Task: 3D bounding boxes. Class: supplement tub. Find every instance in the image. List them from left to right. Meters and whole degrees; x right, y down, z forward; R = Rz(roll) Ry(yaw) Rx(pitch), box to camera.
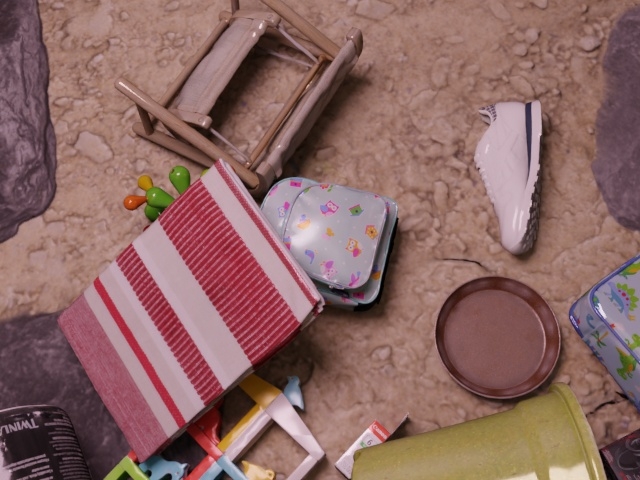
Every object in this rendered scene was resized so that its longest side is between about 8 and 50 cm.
[{"bbox_3d":[-0.340,0.370,0.915,0.194,0.193,0.316,-25,69,-6],"label":"supplement tub"}]

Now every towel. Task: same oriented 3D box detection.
[{"bbox_3d":[-0.172,0.090,0.988,0.329,0.037,0.237,-42,72,17],"label":"towel"}]

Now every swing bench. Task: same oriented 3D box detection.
[{"bbox_3d":[-0.109,-0.223,1.133,0.255,0.165,0.253,32,75,7],"label":"swing bench"}]

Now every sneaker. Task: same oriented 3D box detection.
[{"bbox_3d":[0.266,-0.090,1.118,0.095,0.090,0.235,2,67,17],"label":"sneaker"}]

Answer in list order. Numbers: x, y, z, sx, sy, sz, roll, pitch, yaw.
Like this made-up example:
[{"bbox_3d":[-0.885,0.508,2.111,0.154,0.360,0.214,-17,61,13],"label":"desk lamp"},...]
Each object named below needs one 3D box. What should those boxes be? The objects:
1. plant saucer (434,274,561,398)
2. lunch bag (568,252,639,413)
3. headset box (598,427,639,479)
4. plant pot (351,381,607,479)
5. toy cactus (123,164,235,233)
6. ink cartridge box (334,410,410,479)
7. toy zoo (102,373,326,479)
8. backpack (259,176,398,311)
[{"bbox_3d":[0.237,0.131,1.064,0.169,0.029,0.168,-1,72,2],"label":"plant saucer"},{"bbox_3d":[0.451,0.126,1.015,0.176,0.090,0.219,-31,72,-20],"label":"lunch bag"},{"bbox_3d":[0.398,0.282,1.003,0.083,0.032,0.062,-24,72,-7],"label":"headset box"},{"bbox_3d":[0.170,0.312,0.886,0.254,0.276,0.276,-8,71,5],"label":"plant pot"},{"bbox_3d":[-0.172,-0.013,1.072,0.219,0.112,0.180,-7,106,37],"label":"toy cactus"},{"bbox_3d":[0.067,0.256,1.010,0.029,0.063,0.115,41,77,14],"label":"ink cartridge box"},{"bbox_3d":[-0.130,0.286,1.018,0.192,0.030,0.293,39,77,19],"label":"toy zoo"},{"bbox_3d":[0.000,0.000,1.061,0.189,0.144,0.165,13,77,9],"label":"backpack"}]
